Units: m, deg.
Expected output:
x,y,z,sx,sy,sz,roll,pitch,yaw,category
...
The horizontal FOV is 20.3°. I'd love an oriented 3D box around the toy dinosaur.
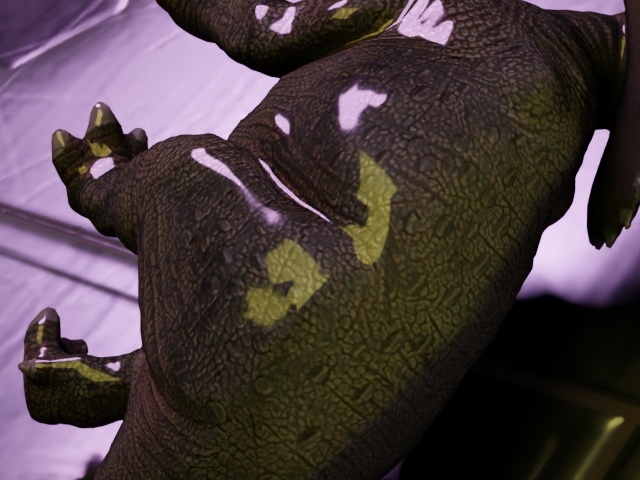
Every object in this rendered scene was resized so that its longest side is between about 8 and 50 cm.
x,y,z,sx,sy,sz,roll,pitch,yaw,category
0.000,0.000,0.463,0.313,0.121,0.160,-40,30,-22,toy dinosaur
